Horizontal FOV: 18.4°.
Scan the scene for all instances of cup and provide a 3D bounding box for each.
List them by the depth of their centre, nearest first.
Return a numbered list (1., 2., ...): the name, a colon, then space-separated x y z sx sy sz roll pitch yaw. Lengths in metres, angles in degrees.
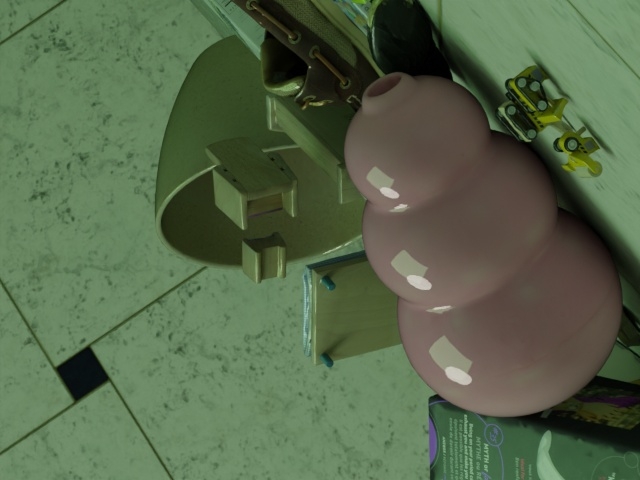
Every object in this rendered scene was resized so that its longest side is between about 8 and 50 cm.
1. cup: -0.075 -0.140 2.668 0.331 0.331 0.237 52 -157 -60

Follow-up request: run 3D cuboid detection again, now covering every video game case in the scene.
1. video game case: 0.056 -0.204 1.921 0.166 0.015 0.119 45 179 -14

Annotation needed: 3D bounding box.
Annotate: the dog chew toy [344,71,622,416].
1. dog chew toy: 0.131 -0.004 1.756 0.332 0.207 0.206 58 175 -24

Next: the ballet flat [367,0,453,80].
1. ballet flat: 0.075 -0.170 1.743 0.173 0.057 0.049 57 -168 -58

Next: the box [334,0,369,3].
1. box: 0.004 -0.260 1.729 0.109 0.042 0.178 50 177 -11

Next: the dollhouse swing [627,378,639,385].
1. dollhouse swing: 0.341 0.373 2.023 0.305 0.315 0.346 -87 -23 -62

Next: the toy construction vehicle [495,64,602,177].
1. toy construction vehicle: 0.173 -0.090 1.474 0.098 0.035 0.086 47 168 -9

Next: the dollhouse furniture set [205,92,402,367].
1. dollhouse furniture set: 0.000 0.000 2.301 0.198 0.286 0.303 -133 35 -51

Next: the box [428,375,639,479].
1. box: 0.249 0.225 1.854 0.270 0.143 0.165 12 112 40

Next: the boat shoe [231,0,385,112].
1. boat shoe: -0.014 -0.202 2.085 0.123 0.123 0.342 48 178 39

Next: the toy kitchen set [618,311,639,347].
1. toy kitchen set: 0.281 0.098 2.024 0.068 0.075 0.083 49 -177 -39

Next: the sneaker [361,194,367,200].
1. sneaker: 0.164 -0.020 2.112 0.180 0.124 0.321 31 167 45

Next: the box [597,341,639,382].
1. box: 0.368 0.246 2.229 0.232 0.127 0.148 49 179 -17

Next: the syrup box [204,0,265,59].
1. syrup box: -0.067 -0.275 2.283 0.237 0.096 0.093 47 179 40
